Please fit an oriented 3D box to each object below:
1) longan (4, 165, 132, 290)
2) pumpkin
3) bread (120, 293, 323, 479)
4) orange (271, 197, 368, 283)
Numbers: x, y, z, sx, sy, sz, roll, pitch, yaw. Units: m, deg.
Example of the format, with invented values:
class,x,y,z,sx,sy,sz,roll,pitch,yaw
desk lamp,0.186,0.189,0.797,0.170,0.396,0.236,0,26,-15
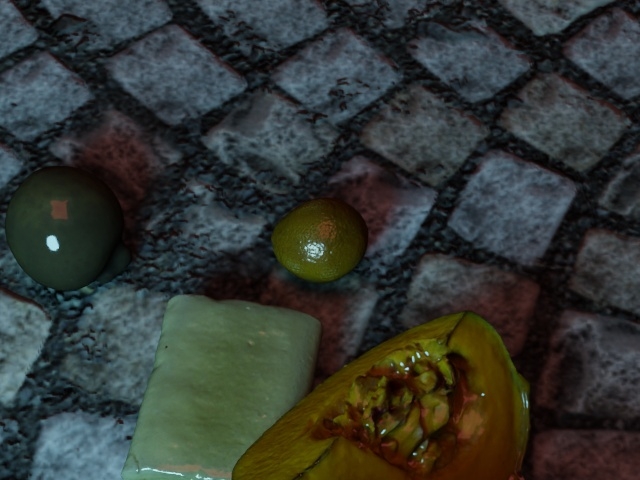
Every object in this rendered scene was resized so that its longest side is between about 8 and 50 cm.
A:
class,x,y,z,sx,sy,sz,roll,pitch,yaw
longan,-0.213,-0.006,1.429,0.119,0.106,0.106,38,49,-28
pumpkin,0.048,0.185,1.291,0.278,0.111,0.163,-39,108,-39
bread,-0.075,0.132,1.350,0.139,0.060,0.178,11,54,4
orange,0.000,0.000,1.445,0.085,0.085,0.085,1,54,-2
